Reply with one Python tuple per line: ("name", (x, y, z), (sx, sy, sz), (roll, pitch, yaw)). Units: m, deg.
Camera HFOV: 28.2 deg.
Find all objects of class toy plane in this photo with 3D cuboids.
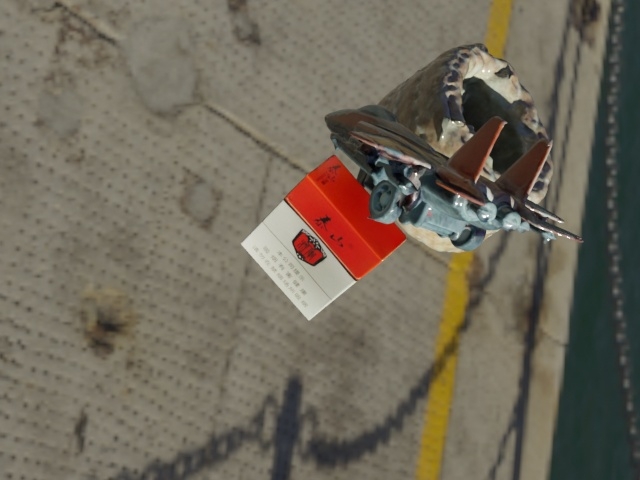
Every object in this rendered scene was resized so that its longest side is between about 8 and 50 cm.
("toy plane", (0.076, -0.061, 1.093), (0.223, 0.326, 0.104), (18, 91, -31))

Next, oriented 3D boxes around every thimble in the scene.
("thimble", (0.166, -0.109, 1.494), (0.196, 0.148, 0.229), (40, 42, -19))

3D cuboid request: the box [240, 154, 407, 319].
("box", (0.000, 0.000, 1.150), (0.100, 0.152, 0.048), (47, 57, 0))
